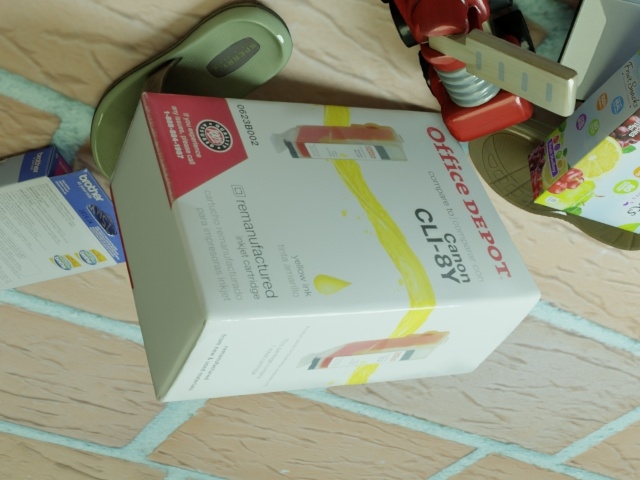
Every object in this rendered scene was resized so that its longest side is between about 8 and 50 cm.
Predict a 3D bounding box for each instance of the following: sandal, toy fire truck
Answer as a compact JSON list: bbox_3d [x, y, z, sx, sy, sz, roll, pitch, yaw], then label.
[{"bbox_3d":[-0.156,-0.148,1.010,0.120,0.086,0.303,30,131,-33],"label":"sandal"},{"bbox_3d":[0.156,-0.171,0.867,0.158,0.246,0.217,-18,138,20],"label":"toy fire truck"}]

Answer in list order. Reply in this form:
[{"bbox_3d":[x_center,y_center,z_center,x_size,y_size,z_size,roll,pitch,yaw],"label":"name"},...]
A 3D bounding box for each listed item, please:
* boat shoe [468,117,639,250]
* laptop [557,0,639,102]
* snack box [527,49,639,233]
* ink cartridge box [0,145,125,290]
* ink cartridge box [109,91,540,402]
[{"bbox_3d":[0.301,-0.087,1.098,0.302,0.098,0.109,23,146,-24],"label":"boat shoe"},{"bbox_3d":[0.471,-0.243,0.785,0.382,0.236,0.408,9,118,-12],"label":"laptop"},{"bbox_3d":[0.346,-0.097,0.934,0.174,0.070,0.207,15,145,-21],"label":"snack box"},{"bbox_3d":[-0.394,-0.020,1.177,0.311,0.065,0.186,-11,140,14],"label":"ink cartridge box"},{"bbox_3d":[0.000,0.000,0.977,0.385,0.279,0.160,-1,143,-30],"label":"ink cartridge box"}]
